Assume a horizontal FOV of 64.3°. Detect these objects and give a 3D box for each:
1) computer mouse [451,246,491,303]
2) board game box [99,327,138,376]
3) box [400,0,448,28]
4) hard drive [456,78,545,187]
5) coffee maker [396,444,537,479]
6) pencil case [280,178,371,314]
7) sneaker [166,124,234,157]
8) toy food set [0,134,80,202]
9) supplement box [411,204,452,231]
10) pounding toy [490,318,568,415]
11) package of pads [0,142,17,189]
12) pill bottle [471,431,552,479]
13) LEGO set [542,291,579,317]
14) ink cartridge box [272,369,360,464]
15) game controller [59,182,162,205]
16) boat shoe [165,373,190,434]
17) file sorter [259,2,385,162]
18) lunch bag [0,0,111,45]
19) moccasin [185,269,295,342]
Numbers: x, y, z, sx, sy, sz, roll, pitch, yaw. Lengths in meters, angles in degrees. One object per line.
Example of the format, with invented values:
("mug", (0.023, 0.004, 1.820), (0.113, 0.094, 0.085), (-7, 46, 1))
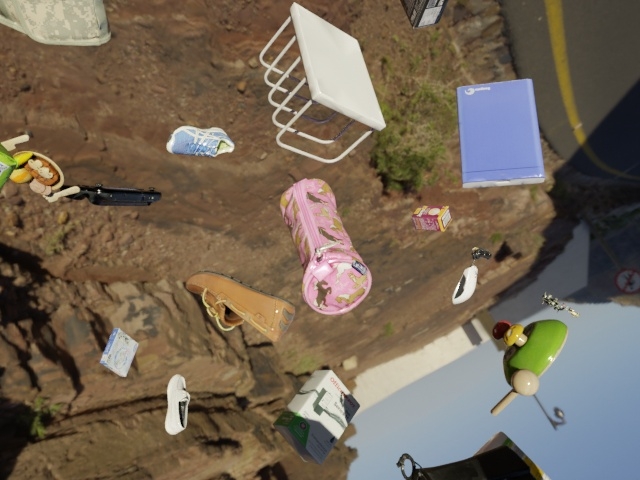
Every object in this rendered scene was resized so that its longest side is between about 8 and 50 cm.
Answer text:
("computer mouse", (0.462, 0.114, 1.555), (0.106, 0.042, 0.192), (14, 101, -53))
("board game box", (-0.498, 0.278, 1.264), (0.020, 0.090, 0.090), (-2, 143, 19))
("box", (0.243, -0.695, 1.179), (0.077, 0.242, 0.307), (-16, 164, -11))
("hard drive", (0.499, -0.303, 1.433), (0.210, 0.318, 0.040), (-3, 157, 14))
("coffee maker", (0.252, 0.407, 0.845), (0.178, 0.171, 0.120), (-5, 137, -24))
("pencil case", (0.000, 0.000, 1.231), (0.160, 0.386, 0.167), (10, 121, -20))
("sneaker", (-0.337, -0.278, 1.445), (0.211, 0.081, 0.080), (-21, 139, -44))
("toy food set", (-0.697, -0.162, 1.245), (0.133, 0.038, 0.192), (-13, 135, 20))
("supplement box", (0.282, -0.057, 1.291), (0.083, 0.043, 0.055), (5, -138, 39))
("pounding toy", (0.426, 0.241, 1.116), (0.237, 0.110, 0.183), (-45, 168, -34))
("package of pads", (-0.438, -0.049, 0.501), (0.229, 0.297, 0.101), (-56, 138, -3))
("pill bottle", (0.387, 0.498, 0.953), (0.136, 0.245, 0.136), (-35, 154, -20))
("LEGO set", (0.442, 0.123, 0.952), (0.023, 0.054, 0.083), (-55, -173, 8))
("ink cartridge box", (-0.006, 0.487, 1.422), (0.087, 0.153, 0.208), (-21, -159, 52))
("game controller", (-0.622, -0.144, 1.536), (0.319, 0.167, 0.067), (-13, 117, -76))
("boat shoe", (-0.427, 0.490, 1.547), (0.063, 0.184, 0.066), (-22, 132, 19))
("file sorter", (-0.009, -0.338, 1.142), (0.193, 0.277, 0.173), (13, 142, -38))
("lunch bag", (-0.533, -0.516, 0.951), (0.169, 0.287, 0.235), (-52, 162, -40))
("moccasin", (-0.246, 0.187, 1.447), (0.146, 0.380, 0.139), (-65, 151, -12))
